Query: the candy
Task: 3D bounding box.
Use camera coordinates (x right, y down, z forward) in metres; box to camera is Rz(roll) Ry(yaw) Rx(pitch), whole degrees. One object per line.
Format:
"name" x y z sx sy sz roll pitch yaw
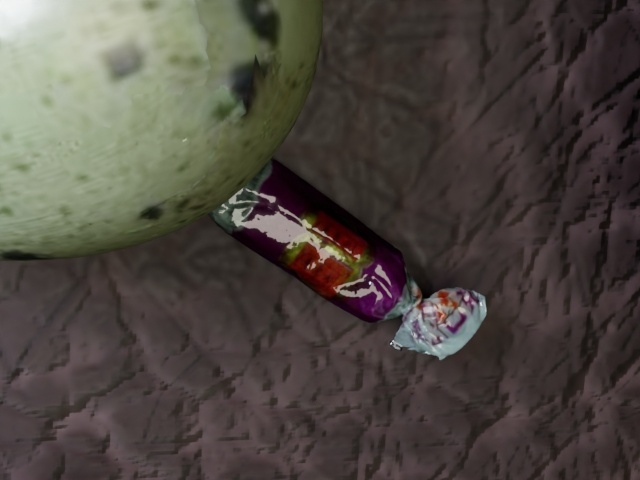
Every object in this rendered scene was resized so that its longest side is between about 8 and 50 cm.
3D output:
"candy" 0.000 0.000 0.707 0.175 0.043 0.045 34 91 -15

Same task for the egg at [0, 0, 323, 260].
"egg" -0.109 -0.077 0.592 0.228 0.177 0.177 -25 109 10
